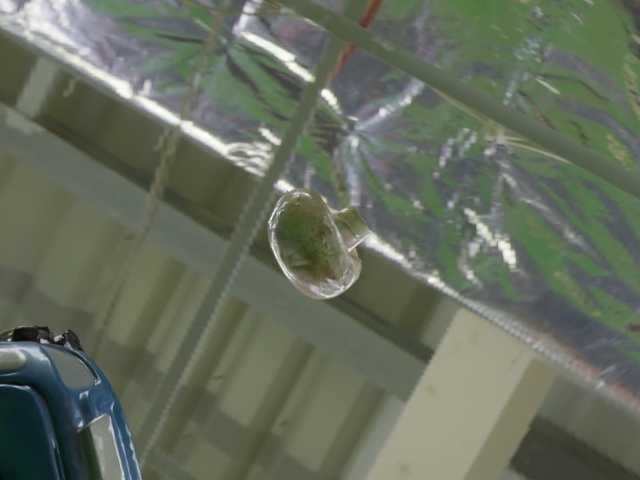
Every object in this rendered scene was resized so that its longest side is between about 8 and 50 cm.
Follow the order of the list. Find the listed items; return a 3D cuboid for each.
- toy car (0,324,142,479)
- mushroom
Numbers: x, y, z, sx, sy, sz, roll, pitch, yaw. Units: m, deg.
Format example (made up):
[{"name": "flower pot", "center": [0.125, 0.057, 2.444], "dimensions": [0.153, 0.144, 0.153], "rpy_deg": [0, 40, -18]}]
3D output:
[{"name": "toy car", "center": [-0.213, 0.169, 0.712], "dimensions": [0.314, 0.166, 0.198], "rpy_deg": [-38, -121, 39]}, {"name": "mushroom", "center": [0.000, 0.000, 0.979], "dimensions": [0.067, 0.083, 0.083], "rpy_deg": [-33, -102, 3]}]
